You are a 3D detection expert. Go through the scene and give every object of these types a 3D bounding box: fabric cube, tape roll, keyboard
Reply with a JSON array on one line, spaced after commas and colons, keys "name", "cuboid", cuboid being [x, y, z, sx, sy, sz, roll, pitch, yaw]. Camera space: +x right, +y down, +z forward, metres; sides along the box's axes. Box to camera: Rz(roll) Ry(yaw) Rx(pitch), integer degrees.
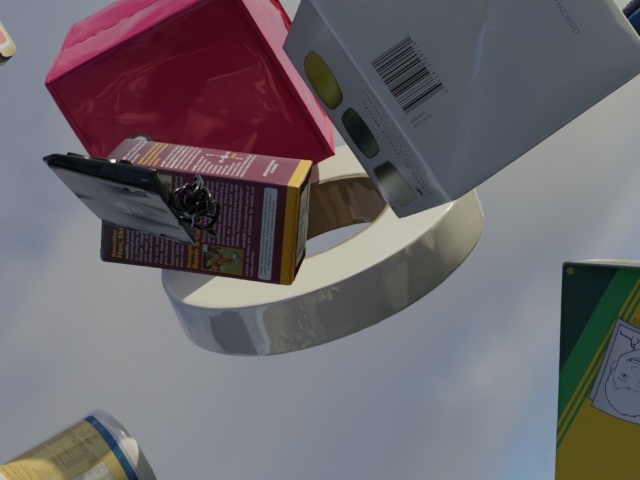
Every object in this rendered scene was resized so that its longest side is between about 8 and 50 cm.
[{"name": "fabric cube", "cuboid": [-0.154, -0.190, 1.919, 0.258, 0.254, 0.259, -26, 22, 11]}, {"name": "tape roll", "cuboid": [0.000, 0.000, 1.811, 0.392, 0.392, 0.072, -46, -58, -43]}, {"name": "keyboard", "cuboid": [-0.108, -0.033, 0.975, 0.192, 0.100, 0.038, 80, -155, -81]}]

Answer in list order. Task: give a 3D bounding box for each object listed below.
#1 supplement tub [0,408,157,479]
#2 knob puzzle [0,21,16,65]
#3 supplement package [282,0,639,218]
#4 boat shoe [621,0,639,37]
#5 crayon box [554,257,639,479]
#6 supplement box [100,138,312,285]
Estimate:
[{"name": "supplement tub", "cuboid": [-0.292, 0.294, 1.712, 0.200, 0.144, 0.144, -29, -30, -23]}, {"name": "knob puzzle", "cuboid": [-0.245, -0.177, 0.931, 0.030, 0.213, 0.213, -45, -16, 4]}, {"name": "supplement package", "cuboid": [0.109, -0.156, 1.280, 0.198, 0.199, 0.263, -35, 1, -6]}, {"name": "boat shoe", "cuboid": [0.427, -0.282, 1.658, 0.258, 0.089, 0.109, -29, -53, 4]}, {"name": "crayon box", "cuboid": [0.427, 0.185, 1.569, 0.106, 0.363, 0.313, -3, -84, -59]}, {"name": "supplement box", "cuboid": [-0.108, -0.029, 1.466, 0.081, 0.188, 0.104, -65, -19, -67]}]
